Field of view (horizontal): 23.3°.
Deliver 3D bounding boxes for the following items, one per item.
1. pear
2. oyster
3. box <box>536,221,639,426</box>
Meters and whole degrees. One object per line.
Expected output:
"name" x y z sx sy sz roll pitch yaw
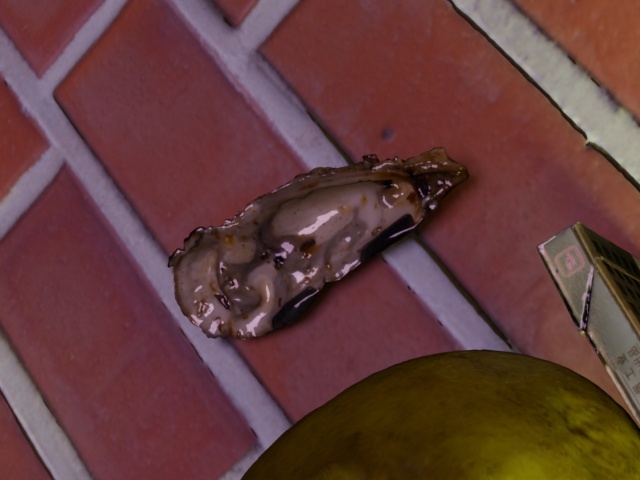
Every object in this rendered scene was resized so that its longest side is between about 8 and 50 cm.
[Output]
"pear" 0.101 0.253 1.201 0.352 0.413 0.352 0 89 21
"oyster" -0.001 -0.002 1.532 0.345 0.078 0.129 -28 84 23
"box" 0.296 0.141 1.221 0.047 0.180 0.325 -38 60 19
